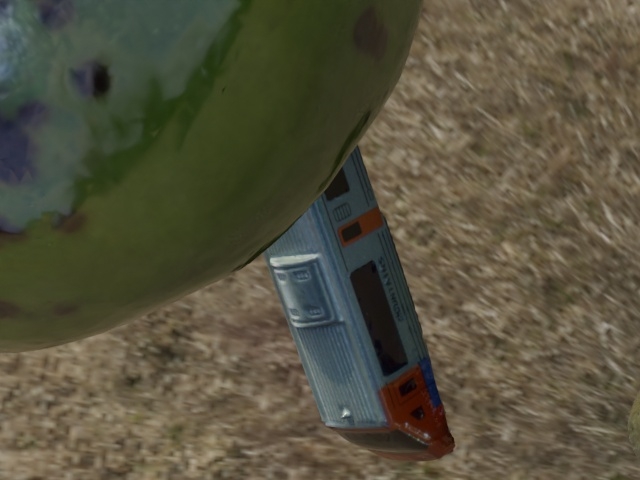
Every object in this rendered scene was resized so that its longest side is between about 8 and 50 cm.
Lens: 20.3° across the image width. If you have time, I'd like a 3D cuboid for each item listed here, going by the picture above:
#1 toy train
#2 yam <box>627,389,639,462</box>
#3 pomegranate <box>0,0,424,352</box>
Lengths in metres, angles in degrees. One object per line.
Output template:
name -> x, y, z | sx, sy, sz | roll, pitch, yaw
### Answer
toy train -> 0.000, 0.000, 1.406 | 0.086, 0.089, 0.409 | -4, 109, 48
yam -> 0.367, 0.156, 1.423 | 0.133, 0.330, 0.133 | 1, 85, -14
pomegranate -> -0.096, -0.094, 0.576 | 0.254, 0.270, 0.254 | -27, 41, 26
